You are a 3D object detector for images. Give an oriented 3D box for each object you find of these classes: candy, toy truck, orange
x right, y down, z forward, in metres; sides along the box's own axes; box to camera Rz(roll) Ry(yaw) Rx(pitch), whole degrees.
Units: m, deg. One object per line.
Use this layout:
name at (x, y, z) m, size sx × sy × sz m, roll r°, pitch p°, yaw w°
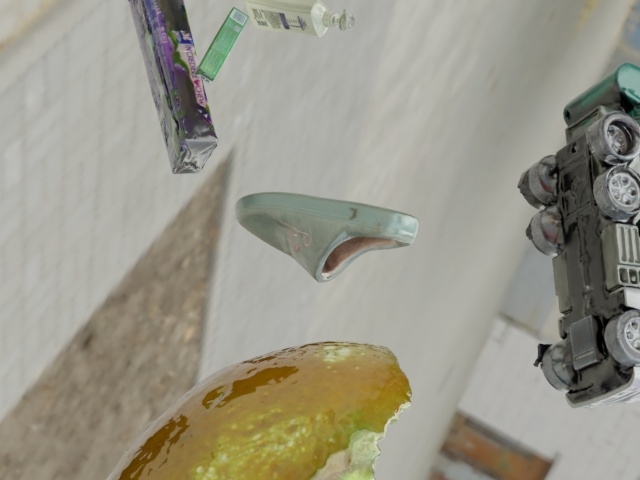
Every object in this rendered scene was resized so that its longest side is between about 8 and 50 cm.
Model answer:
candy at (-0.209, -0.245, 1.911) m, size 0.061 × 0.312 × 0.088 m, roll -5°, pitch 154°, yaw -24°
toy truck at (0.229, -0.003, 1.010) m, size 0.114 × 0.124 × 0.253 m, roll 141°, pitch -50°, yaw -60°
orange at (-0.054, 0.204, 0.875) m, size 0.334 × 0.196 × 0.262 m, roll -55°, pitch 180°, yaw -12°

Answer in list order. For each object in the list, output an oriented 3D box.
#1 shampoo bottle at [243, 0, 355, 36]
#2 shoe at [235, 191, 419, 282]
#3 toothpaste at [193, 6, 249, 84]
shampoo bottle at (-0.021, -0.250, 1.508) m, size 0.034 × 0.141 × 0.049 m, roll -51°, pitch 139°, yaw -31°
shoe at (0.000, 0.000, 1.300) m, size 0.079 × 0.195 × 0.078 m, roll 29°, pitch 67°, yaw -61°
toothpaste at (-0.096, -0.190, 1.315) m, size 0.017 × 0.020 × 0.083 m, roll -39°, pitch -157°, yaw 59°
